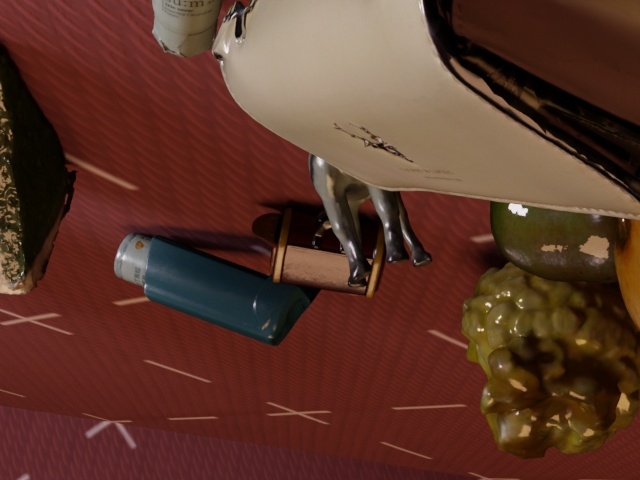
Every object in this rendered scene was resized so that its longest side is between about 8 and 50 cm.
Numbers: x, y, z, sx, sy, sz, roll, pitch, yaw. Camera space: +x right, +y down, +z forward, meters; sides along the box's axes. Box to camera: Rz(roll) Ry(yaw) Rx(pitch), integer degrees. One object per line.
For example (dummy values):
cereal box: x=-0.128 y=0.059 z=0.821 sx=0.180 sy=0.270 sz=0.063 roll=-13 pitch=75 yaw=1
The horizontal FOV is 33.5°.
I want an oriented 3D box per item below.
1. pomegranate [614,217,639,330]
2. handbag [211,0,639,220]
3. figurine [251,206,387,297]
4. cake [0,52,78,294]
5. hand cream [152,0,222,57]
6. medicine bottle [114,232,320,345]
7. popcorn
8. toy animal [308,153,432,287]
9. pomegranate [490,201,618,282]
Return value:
pomegranate: x=0.335 y=-0.013 z=0.710 sx=0.307 sy=0.307 sz=0.307 roll=8 pitch=160 yaw=3
handbag: x=0.092 y=-0.103 z=0.589 sx=0.236 sy=0.160 sz=0.358 roll=18 pitch=179 yaw=-18
figurine: x=-0.001 y=-0.001 z=1.184 sx=0.154 sy=0.082 sz=0.098 roll=11 pitch=146 yaw=-3
cake: x=-0.350 y=-0.065 z=1.016 sx=0.158 sy=0.172 sz=0.283 roll=6 pitch=158 yaw=2
hand cream: x=-0.088 y=-0.199 z=0.720 sx=0.078 sy=0.050 sz=0.205 roll=10 pitch=156 yaw=-4
medicine bottle: x=-0.124 y=0.044 z=1.322 sx=0.258 sy=0.124 sz=0.079 roll=17 pitch=165 yaw=13
popcorn: x=0.261 y=0.137 z=1.214 sx=0.206 sy=0.237 sz=0.251 roll=8 pitch=-157 yaw=34
toy animal: x=0.031 y=-0.047 z=0.912 sx=0.090 sy=0.170 sz=0.255 roll=-16 pitch=155 yaw=6
pomegranate: x=0.210 y=-0.050 z=0.902 sx=0.152 sy=0.131 sz=0.191 roll=1 pitch=137 yaw=35
